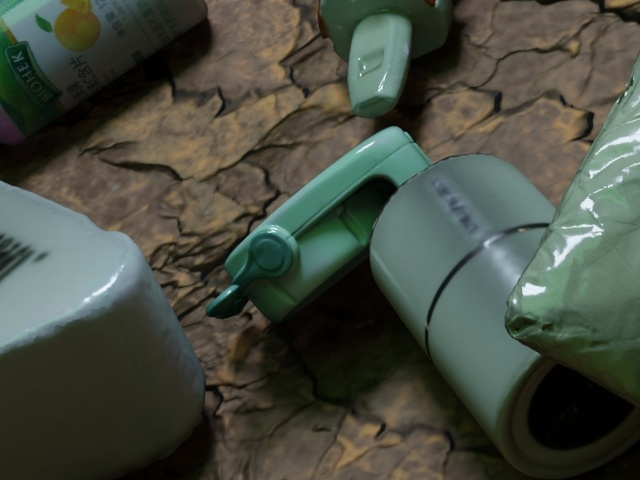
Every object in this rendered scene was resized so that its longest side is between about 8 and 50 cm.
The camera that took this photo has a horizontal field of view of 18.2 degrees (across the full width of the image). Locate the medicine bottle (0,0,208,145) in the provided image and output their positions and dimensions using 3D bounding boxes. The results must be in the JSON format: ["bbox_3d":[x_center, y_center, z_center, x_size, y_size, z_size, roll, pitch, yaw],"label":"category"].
[{"bbox_3d":[-0.241,-0.171,1.699,0.274,0.133,0.133,-34,42,-1],"label":"medicine bottle"}]

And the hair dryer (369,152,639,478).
[{"bbox_3d":[0.228,-0.011,1.291,0.362,0.128,0.203,-28,41,-7],"label":"hair dryer"}]

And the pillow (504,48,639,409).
[{"bbox_3d":[0.279,0.004,1.173,0.274,0.076,0.281,29,63,3],"label":"pillow"}]

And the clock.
[{"bbox_3d":[-0.001,-0.001,1.400,0.188,0.148,0.060,-39,86,2],"label":"clock"}]

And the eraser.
[{"bbox_3d":[-0.235,0.081,1.414,0.331,0.150,0.331,-14,36,11],"label":"eraser"}]

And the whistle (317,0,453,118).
[{"bbox_3d":[0.051,-0.193,1.572,0.102,0.105,0.253,-52,23,46],"label":"whistle"}]
